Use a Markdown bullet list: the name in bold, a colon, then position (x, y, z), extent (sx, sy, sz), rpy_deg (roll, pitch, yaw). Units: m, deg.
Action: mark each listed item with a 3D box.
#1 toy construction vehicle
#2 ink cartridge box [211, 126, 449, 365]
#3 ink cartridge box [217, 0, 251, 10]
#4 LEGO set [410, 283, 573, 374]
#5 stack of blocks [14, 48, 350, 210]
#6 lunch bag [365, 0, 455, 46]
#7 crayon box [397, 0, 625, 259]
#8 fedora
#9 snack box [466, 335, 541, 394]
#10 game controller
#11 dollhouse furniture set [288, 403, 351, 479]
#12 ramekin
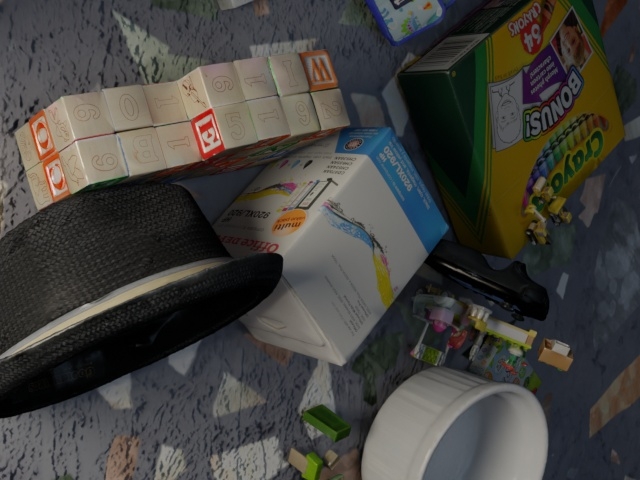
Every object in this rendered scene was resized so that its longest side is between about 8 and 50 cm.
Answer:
- **toy construction vehicle**: position (0.340, -0.040, 1.352), extent (0.086, 0.035, 0.098), rpy_deg (-52, 130, -23)
- **ink cartridge box**: position (0.000, 0.000, 1.097), extent (0.233, 0.171, 0.168), rpy_deg (-50, 125, -26)
- **ink cartridge box**: position (-0.078, -0.322, 1.081), extent (0.115, 0.029, 0.063), rpy_deg (-33, 116, -34)
- **LEGO set**: position (0.236, 0.157, 1.356), extent (0.287, 0.132, 0.107), rpy_deg (25, 86, -28)
- **stack of blocks**: position (-0.139, -0.117, 0.948), extent (0.297, 0.171, 0.087), rpy_deg (-17, 90, -39)
- **lunch bag**: position (0.118, -0.356, 1.216), extent (0.151, 0.096, 0.129), rpy_deg (-46, 127, -11)
- **crayon box**: position (0.309, -0.204, 1.390), extent (0.363, 0.106, 0.313), rpy_deg (-42, 121, -30)
- **fedora**: position (-0.210, 0.042, 0.887), extent (0.334, 0.334, 0.152), rpy_deg (-19, 77, -39)
- **snack box**: position (0.299, 0.227, 1.482), extent (0.100, 0.037, 0.141), rpy_deg (-54, 126, -24)
- **game controller**: position (0.229, 0.060, 1.240), extent (0.319, 0.166, 0.067), rpy_deg (28, 78, -73)
- **dollhouse furniture set**: position (-0.008, 0.304, 1.228), extent (0.076, 0.058, 0.152), rpy_deg (-13, 123, -48)
- **ramekin**: position (0.189, 0.317, 1.311), extent (0.277, 0.135, 0.277), rpy_deg (-12, 111, -36)
